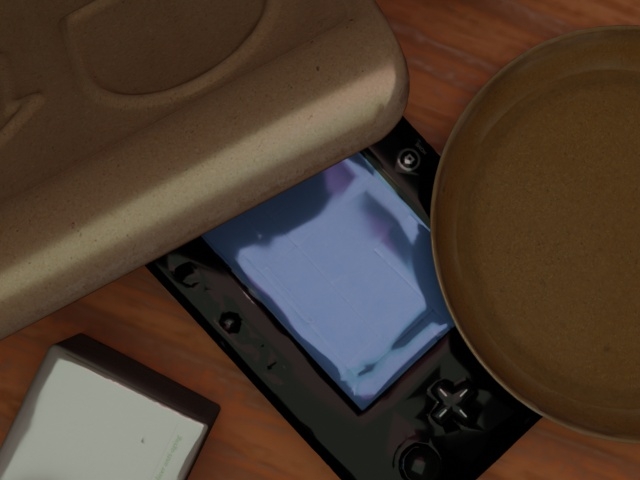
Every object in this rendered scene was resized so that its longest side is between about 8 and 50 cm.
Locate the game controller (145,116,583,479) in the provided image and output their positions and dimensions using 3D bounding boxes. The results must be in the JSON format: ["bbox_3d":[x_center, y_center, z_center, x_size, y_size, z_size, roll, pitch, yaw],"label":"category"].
[{"bbox_3d":[0.000,0.000,0.957,0.166,0.067,0.319,-43,90,2],"label":"game controller"}]

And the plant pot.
[{"bbox_3d":[0.175,-0.003,0.945,0.236,0.032,0.236,1,81,-8],"label":"plant pot"}]

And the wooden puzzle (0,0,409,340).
[{"bbox_3d":[-0.142,-0.095,0.892,0.322,0.080,0.348,-28,47,3],"label":"wooden puzzle"}]

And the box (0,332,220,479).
[{"bbox_3d":[-0.124,0.121,0.953,0.102,0.087,0.101,26,92,2],"label":"box"}]
